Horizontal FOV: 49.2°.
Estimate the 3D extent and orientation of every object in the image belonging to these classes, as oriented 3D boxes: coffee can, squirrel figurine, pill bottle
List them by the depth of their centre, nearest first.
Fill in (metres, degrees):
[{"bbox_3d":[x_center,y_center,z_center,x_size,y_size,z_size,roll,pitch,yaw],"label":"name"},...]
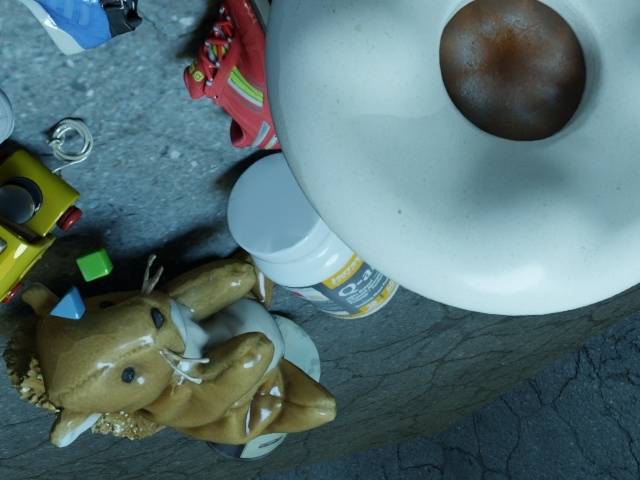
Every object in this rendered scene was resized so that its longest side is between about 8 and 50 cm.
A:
[{"bbox_3d":[-0.241,0.167,0.920,0.397,0.281,0.370,-22,167,25],"label":"squirrel figurine"},{"bbox_3d":[0.000,0.000,0.933,0.162,0.162,0.278,-27,153,13],"label":"pill bottle"},{"bbox_3d":[-0.126,0.287,1.342,0.201,0.201,0.275,-10,151,-21],"label":"coffee can"}]

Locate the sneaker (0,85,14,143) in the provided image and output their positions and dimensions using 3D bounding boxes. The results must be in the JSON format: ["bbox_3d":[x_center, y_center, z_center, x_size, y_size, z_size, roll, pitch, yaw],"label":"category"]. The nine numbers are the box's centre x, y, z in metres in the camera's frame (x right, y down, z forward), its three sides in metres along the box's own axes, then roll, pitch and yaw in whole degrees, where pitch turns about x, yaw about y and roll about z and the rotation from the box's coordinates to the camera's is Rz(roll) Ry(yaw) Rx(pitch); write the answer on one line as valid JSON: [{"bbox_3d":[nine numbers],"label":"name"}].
[{"bbox_3d":[-0.345,-0.093,0.509,0.281,0.115,0.105,-1,125,-59],"label":"sneaker"}]

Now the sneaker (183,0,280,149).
[{"bbox_3d":[-0.072,-0.167,0.642,0.118,0.107,0.279,-7,150,4],"label":"sneaker"}]

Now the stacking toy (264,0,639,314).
[{"bbox_3d":[0.117,-0.103,0.686,0.350,0.350,0.480,-17,176,-7],"label":"stacking toy"}]

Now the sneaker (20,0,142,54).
[{"bbox_3d":[-0.190,-0.202,0.529,0.084,0.058,0.152,-17,158,5],"label":"sneaker"}]

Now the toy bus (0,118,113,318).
[{"bbox_3d":[-0.312,-0.006,0.670,0.191,0.202,0.104,-6,-167,-6],"label":"toy bus"}]
